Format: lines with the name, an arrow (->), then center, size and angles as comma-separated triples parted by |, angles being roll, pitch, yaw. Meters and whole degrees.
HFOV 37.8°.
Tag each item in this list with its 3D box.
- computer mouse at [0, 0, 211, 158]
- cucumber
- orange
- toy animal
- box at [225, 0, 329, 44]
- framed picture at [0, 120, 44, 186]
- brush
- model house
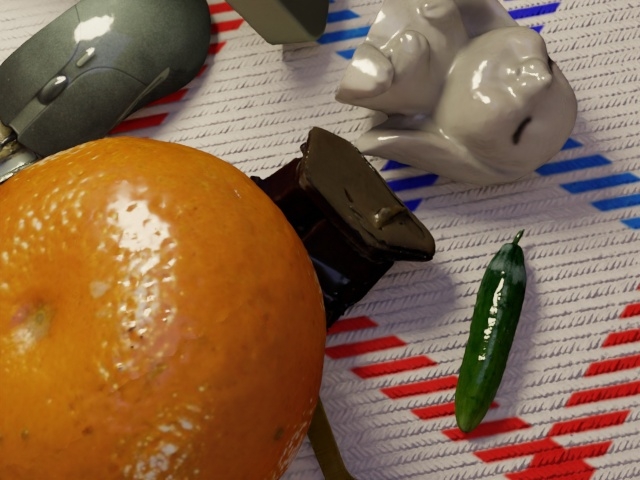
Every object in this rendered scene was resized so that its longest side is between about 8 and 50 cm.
computer mouse -> -0.291, -0.202, 1.149 | 0.167, 0.090, 0.379 | 45, 77, 2
cucumber -> 0.197, 0.097, 1.066 | 0.056, 0.056, 0.250 | 15, 73, 7
orange -> -0.190, 0.110, 0.939 | 0.424, 0.326, 0.424 | -8, 68, 20
toy animal -> 0.174, -0.187, 1.100 | 0.265, 0.206, 0.272 | 27, 73, -1
box -> -0.079, -0.468, 1.109 | 0.090, 0.373, 0.367 | -2, 70, 29
framed picture -> -0.493, -0.116, 1.134 | 0.274, 0.017, 0.217 | -35, 88, -20
brush -> 0.010, 0.244, 1.037 | 0.082, 0.010, 0.218 | -31, 66, 17
model house -> 0.001, -0.008, 1.073 | 0.203, 0.164, 0.141 | 52, 38, 3
